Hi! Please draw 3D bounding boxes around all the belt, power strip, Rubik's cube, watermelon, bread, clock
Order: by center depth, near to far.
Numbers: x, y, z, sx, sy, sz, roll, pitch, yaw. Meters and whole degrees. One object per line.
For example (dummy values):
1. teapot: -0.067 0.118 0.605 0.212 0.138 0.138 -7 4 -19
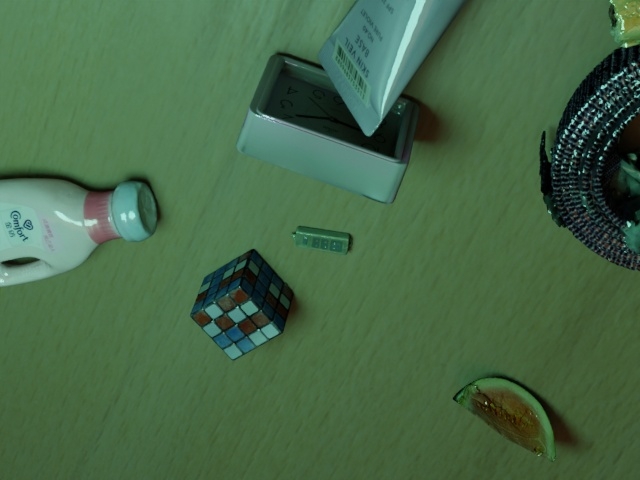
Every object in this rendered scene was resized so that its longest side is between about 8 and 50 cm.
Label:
1. bread: 0.361 -0.280 1.467 0.106 0.082 0.125 -10 96 9
2. belt: 0.417 -0.111 1.551 0.260 0.122 0.325 41 118 -9
3. clock: 0.012 -0.136 1.586 0.197 0.150 0.063 20 127 -2
4. power strip: 0.000 0.000 1.758 0.083 0.017 0.027 8 122 3
5. Rubik's cube: -0.104 0.086 1.787 0.092 0.092 0.092 -31 114 26
6. watermelon: 0.257 0.230 1.835 0.163 0.087 0.069 33 92 -13

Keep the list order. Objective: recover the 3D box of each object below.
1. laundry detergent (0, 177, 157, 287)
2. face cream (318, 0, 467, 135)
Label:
1. laundry detergent: -0.382 -0.014 1.774 0.335 0.088 0.159 -8 126 15
2. face cream: 0.098 -0.265 1.509 0.096 0.154 0.274 7 130 -42
